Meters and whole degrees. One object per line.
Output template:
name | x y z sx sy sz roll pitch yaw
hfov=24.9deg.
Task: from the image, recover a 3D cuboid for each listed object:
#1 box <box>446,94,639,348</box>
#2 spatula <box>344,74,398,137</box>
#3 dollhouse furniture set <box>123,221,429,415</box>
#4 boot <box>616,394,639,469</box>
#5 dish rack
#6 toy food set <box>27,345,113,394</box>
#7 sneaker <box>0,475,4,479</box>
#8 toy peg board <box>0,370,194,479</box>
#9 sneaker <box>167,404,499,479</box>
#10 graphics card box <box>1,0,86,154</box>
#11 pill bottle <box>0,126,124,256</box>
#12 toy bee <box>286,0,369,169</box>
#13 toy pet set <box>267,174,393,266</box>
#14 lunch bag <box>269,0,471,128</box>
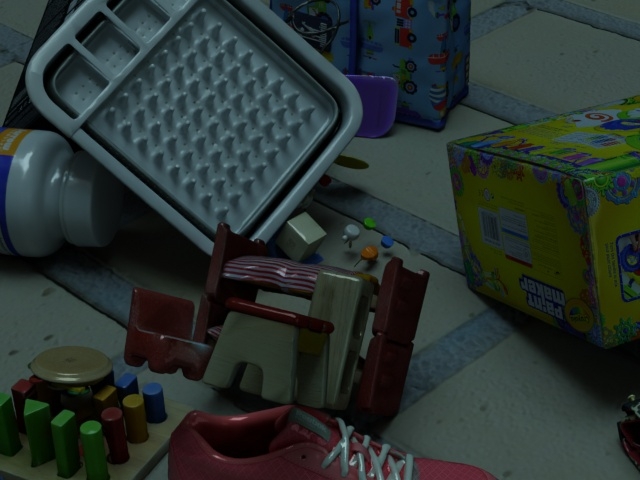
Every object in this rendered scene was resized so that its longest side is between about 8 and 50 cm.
box | 0.330 -0.036 1.536 0.279 0.177 0.290 -15 16 -18
spatula | -0.034 -0.193 2.004 0.296 0.084 0.030 7 4 28
dollhouse furniture set | -0.047 0.062 1.331 0.201 0.152 0.374 11 -5 19
boot | 0.368 0.141 1.417 0.178 0.085 0.236 -12 32 -9
dish rack | -0.145 -0.159 1.678 0.333 0.072 0.285 41 67 -5
toy food set | -0.246 0.126 1.421 0.083 0.020 0.082 13 20 24
sneaker | -0.431 0.230 1.287 0.296 0.131 0.112 -9 31 -13
toy peg board | -0.233 0.169 1.417 0.161 0.079 0.160 14 36 24
sneaker | 0.010 0.212 1.278 0.313 0.136 0.116 1 33 5
graphics card box | -0.294 -0.260 1.889 0.232 0.094 0.371 -34 33 37
pill bottle | -0.379 -0.060 1.722 0.272 0.152 0.152 5 33 13
toy bee | -0.019 -0.133 1.846 0.195 0.162 0.298 31 67 24
toy pet set | 0.000 0.000 1.699 0.122 0.065 0.114 46 44 15
lunch bag | 0.051 -0.299 2.005 0.293 0.221 0.138 10 33 20
